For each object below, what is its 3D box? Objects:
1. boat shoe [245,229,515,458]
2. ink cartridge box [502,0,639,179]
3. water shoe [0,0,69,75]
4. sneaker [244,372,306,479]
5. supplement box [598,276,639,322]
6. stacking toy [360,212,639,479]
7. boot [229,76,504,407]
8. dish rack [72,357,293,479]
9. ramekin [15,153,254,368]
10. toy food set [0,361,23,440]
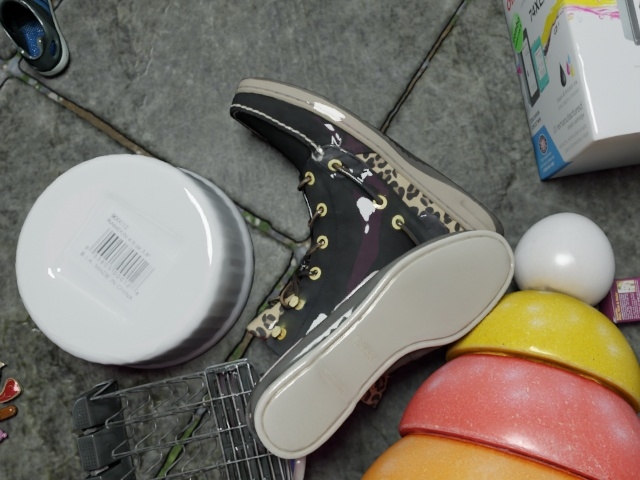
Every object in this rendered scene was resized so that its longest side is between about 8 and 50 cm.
[{"bbox_3d":[0.057,0.093,0.651,0.335,0.095,0.112,-36,103,-14],"label":"boat shoe"},{"bbox_3d":[0.360,-0.237,0.728,0.197,0.198,0.269,-10,82,2],"label":"ink cartridge box"},{"bbox_3d":[-0.413,-0.327,0.836,0.073,0.080,0.203,-32,83,-2],"label":"water shoe"},{"bbox_3d":[-0.059,0.241,0.761,0.085,0.058,0.152,3,79,-2],"label":"sneaker"},{"bbox_3d":[0.400,0.074,0.766,0.083,0.043,0.054,-4,83,2],"label":"supplement box"},{"bbox_3d":[0.240,0.177,0.665,0.351,0.350,0.479,21,70,5],"label":"stacking toy"},{"bbox_3d":[0.000,0.000,0.749,0.378,0.138,0.284,32,86,-4],"label":"boot"},{"bbox_3d":[-0.166,0.256,0.736,0.272,0.074,0.208,-15,84,12],"label":"dish rack"},{"bbox_3d":[-0.231,0.026,0.758,0.278,0.135,0.277,0,83,3],"label":"ramekin"},{"bbox_3d":[-0.439,0.228,0.805,0.078,0.019,0.122,34,78,6],"label":"toy food set"}]
